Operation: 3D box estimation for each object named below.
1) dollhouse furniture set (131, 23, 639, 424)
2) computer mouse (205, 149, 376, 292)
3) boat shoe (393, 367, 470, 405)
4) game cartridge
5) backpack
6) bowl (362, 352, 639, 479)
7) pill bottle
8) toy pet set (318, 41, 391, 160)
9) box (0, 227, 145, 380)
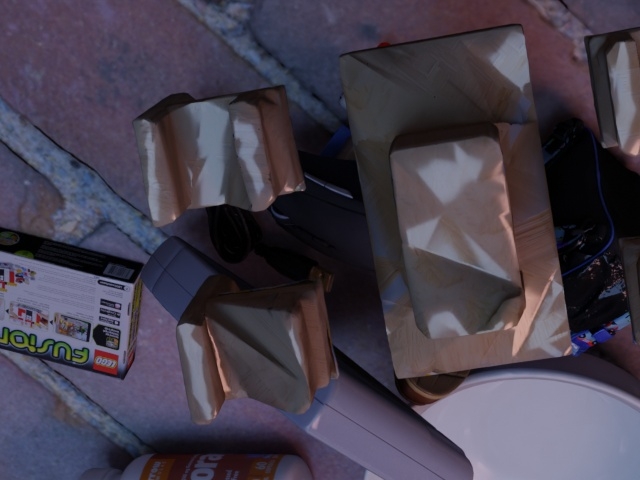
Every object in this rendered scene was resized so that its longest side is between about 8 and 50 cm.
[{"bbox_3d":[0.078,-0.115,0.963,0.362,0.256,0.394,-9,103,9],"label":"dollhouse furniture set"},{"bbox_3d":[0.000,0.000,1.179,0.262,0.060,0.184,16,147,23],"label":"computer mouse"},{"bbox_3d":[0.089,0.076,1.195,0.064,0.178,0.060,33,126,-12],"label":"boat shoe"},{"bbox_3d":[-0.024,0.094,1.156,0.062,0.297,0.198,-51,127,-3],"label":"game cartridge"},{"bbox_3d":[0.175,0.017,1.149,0.173,0.158,0.117,-35,124,28],"label":"backpack"},{"bbox_3d":[0.191,0.197,1.269,0.298,0.134,0.298,6,123,9],"label":"bowl"},{"bbox_3d":[-0.121,0.263,1.392,0.216,0.121,0.121,-2,120,14],"label":"pill bottle"},{"bbox_3d":[0.058,-0.083,1.189,0.122,0.065,0.114,37,87,-13],"label":"toy pet set"},{"bbox_3d":[-0.270,0.052,1.349,0.207,0.036,0.114,14,123,5],"label":"box"}]
